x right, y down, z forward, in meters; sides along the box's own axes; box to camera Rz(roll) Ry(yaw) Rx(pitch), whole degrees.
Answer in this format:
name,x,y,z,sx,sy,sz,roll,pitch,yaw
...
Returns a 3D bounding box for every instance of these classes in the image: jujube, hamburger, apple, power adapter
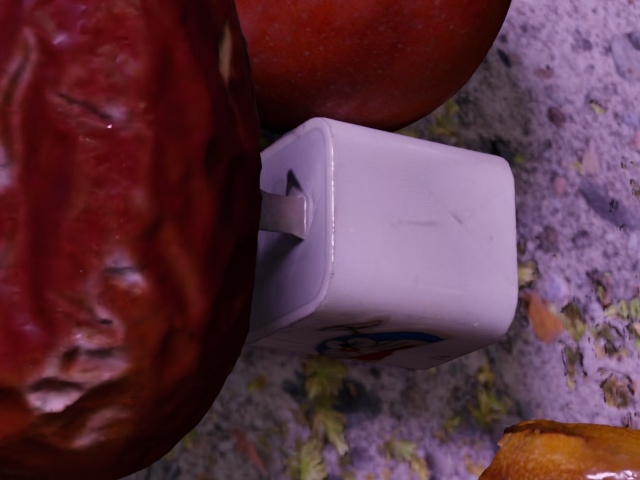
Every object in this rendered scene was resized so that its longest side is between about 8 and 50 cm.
name,x,y,z,sx,sy,sz,roll,pitch,yaw
jujube,-0.139,-0.031,0.849,0.223,0.223,0.318,-8,117,-32
hamburger,0.234,0.193,1.066,0.283,0.156,0.144,12,82,-36
apple,0.012,-0.171,1.038,0.218,0.201,0.218,11,63,-22
power adapter,0.000,0.000,1.014,0.205,0.130,0.125,9,70,-27
